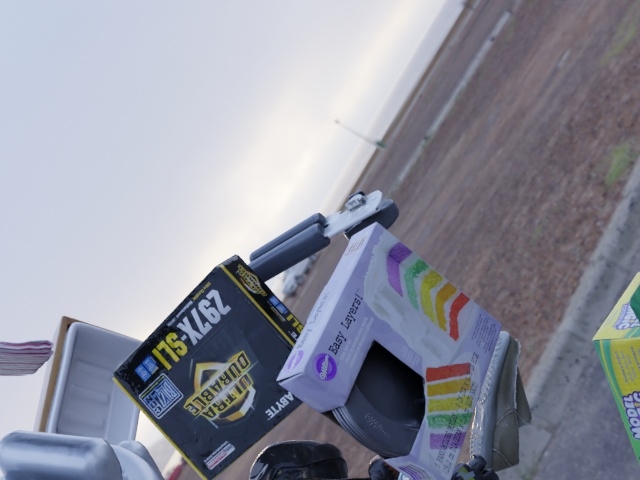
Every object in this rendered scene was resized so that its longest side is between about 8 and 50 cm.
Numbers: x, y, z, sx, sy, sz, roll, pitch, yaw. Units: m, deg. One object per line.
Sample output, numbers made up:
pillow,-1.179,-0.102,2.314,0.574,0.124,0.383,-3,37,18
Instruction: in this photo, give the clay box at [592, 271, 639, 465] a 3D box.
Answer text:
clay box,0.311,0.124,0.740,0.053,0.222,0.127,-13,16,43

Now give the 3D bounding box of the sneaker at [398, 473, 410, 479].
sneaker,0.213,0.642,2.143,0.110,0.122,0.283,-17,-47,-39

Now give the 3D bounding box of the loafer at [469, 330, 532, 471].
loafer,0.318,0.281,1.439,0.094,0.087,0.251,-136,52,-80

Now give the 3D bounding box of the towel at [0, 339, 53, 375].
towel,-0.475,0.168,1.201,0.197,0.144,0.029,-33,54,57

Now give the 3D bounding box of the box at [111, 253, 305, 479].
box,-0.164,0.218,1.386,0.322,0.257,0.079,-44,-5,26

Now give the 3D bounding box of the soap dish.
soap dish,-0.508,0.339,1.836,0.118,0.229,0.290,-22,54,42

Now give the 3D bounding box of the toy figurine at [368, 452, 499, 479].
toy figurine,0.180,0.395,1.243,0.148,0.209,0.213,-36,31,-12

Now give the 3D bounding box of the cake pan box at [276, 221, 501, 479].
cake pan box,0.098,0.148,1.075,0.070,0.246,0.267,-36,19,52

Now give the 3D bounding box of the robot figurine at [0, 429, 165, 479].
robot figurine,-0.221,0.340,0.806,0.300,0.200,0.353,-61,-32,-49

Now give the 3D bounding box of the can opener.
can opener,0.000,0.000,1.425,0.280,0.093,0.074,-27,24,18

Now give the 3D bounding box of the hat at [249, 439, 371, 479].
hat,-0.050,0.422,1.432,0.331,0.331,0.134,-58,40,46
